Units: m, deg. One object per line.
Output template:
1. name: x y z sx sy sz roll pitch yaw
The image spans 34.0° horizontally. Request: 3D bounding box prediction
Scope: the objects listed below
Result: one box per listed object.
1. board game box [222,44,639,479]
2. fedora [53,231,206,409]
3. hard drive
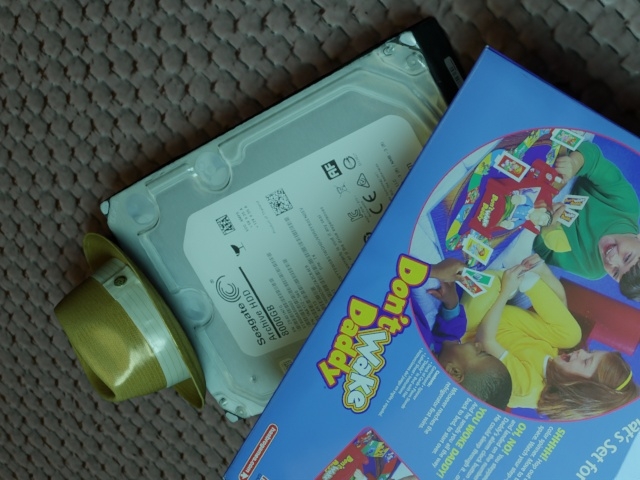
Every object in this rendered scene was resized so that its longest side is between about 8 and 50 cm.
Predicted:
1. board game box: 0.121 0.083 0.696 0.233 0.078 0.347 35 102 17
2. fedora: -0.179 0.086 0.927 0.194 0.079 0.194 46 158 26
3. hard drive: 0.000 0.000 0.859 0.339 0.064 0.237 -23 101 33
